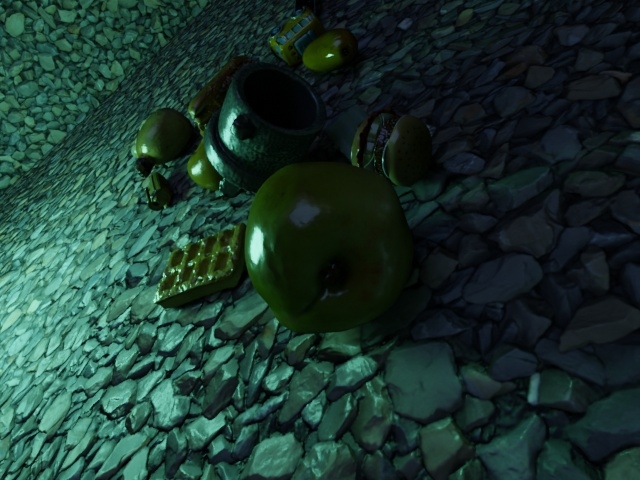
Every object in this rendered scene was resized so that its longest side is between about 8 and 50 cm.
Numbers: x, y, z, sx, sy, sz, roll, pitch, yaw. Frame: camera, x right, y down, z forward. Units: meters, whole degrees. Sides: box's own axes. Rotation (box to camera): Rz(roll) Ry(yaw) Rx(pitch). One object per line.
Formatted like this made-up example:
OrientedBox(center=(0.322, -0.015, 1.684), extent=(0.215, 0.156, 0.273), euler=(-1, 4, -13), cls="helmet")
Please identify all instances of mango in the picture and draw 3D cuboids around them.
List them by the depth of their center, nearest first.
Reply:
OrientedBox(center=(0.029, -0.608, 1.550), extent=(0.253, 0.113, 0.139), euler=(15, 68, 55), cls="mango")

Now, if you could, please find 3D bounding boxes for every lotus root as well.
OrientedBox(center=(-0.608, -0.365, 1.814), extent=(0.182, 0.183, 0.310), euler=(2, 57, 41), cls="lotus root")

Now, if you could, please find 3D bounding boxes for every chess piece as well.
OrientedBox(center=(-0.749, -0.427, 2.053), extent=(0.094, 0.094, 0.171), euler=(-7, 53, 36), cls="chess piece")

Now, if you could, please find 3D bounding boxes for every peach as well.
OrientedBox(center=(0.005, 0.000, 0.856), extent=(0.314, 0.281, 0.316), euler=(-33, 31, 20), cls="peach")
OrientedBox(center=(-0.302, -0.267, 1.471), extent=(0.251, 0.153, 0.251), euler=(-27, 36, 21), cls="peach")

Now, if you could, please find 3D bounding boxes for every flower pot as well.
OrientedBox(center=(-0.141, -0.248, 1.221), extent=(0.283, 0.298, 0.299), euler=(-47, 24, 48), cls="flower pot")

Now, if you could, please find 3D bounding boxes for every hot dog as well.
OrientedBox(center=(-0.335, -0.524, 1.750), extent=(0.117, 0.158, 0.349), euler=(21, 64, 29), cls="hot dog")

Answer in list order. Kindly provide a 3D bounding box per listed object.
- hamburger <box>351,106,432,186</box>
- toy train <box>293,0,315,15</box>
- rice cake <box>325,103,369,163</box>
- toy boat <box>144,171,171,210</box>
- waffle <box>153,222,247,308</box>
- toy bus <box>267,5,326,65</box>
OrientedBox(center=(0.156, -0.185, 1.001), extent=(0.136, 0.175, 0.175), euler=(20, 68, 41), cls="hamburger")
OrientedBox(center=(-0.063, -0.974, 1.991), extent=(0.086, 0.088, 0.407), euler=(2, 46, -2), cls="toy train")
OrientedBox(center=(0.093, -0.263, 1.219), extent=(0.127, 0.043, 0.237), euler=(-39, 37, 6), cls="rice cake")
OrientedBox(center=(-0.571, -0.171, 1.675), extent=(0.088, 0.068, 0.226), euler=(-47, 38, 6), cls="toy boat")
OrientedBox(center=(-0.297, 0.069, 1.222), extent=(0.273, 0.057, 0.168), euler=(-20, 44, 25), cls="waffle")
OrientedBox(center=(-0.078, -0.732, 1.750), extent=(0.209, 0.126, 0.136), euler=(-38, 47, 4), cls="toy bus")
